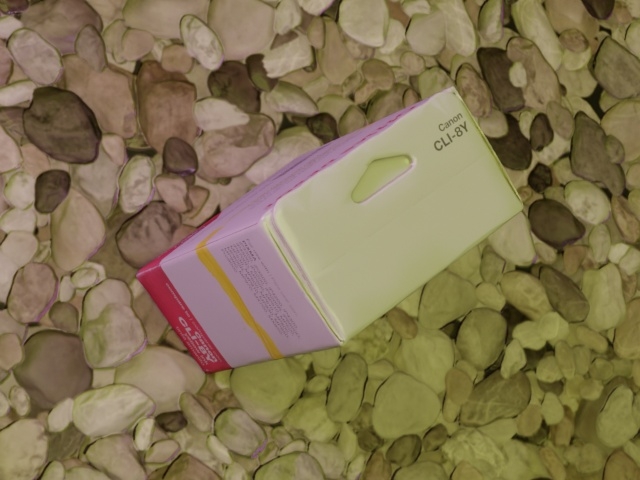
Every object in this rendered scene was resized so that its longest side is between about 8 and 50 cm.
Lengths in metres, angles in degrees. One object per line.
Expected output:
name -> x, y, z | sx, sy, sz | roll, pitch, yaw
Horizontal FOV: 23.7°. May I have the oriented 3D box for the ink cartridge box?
ink cartridge box -> 0.000, 0.000, 1.696 | 0.279, 0.384, 0.160 | -36, 97, -26
